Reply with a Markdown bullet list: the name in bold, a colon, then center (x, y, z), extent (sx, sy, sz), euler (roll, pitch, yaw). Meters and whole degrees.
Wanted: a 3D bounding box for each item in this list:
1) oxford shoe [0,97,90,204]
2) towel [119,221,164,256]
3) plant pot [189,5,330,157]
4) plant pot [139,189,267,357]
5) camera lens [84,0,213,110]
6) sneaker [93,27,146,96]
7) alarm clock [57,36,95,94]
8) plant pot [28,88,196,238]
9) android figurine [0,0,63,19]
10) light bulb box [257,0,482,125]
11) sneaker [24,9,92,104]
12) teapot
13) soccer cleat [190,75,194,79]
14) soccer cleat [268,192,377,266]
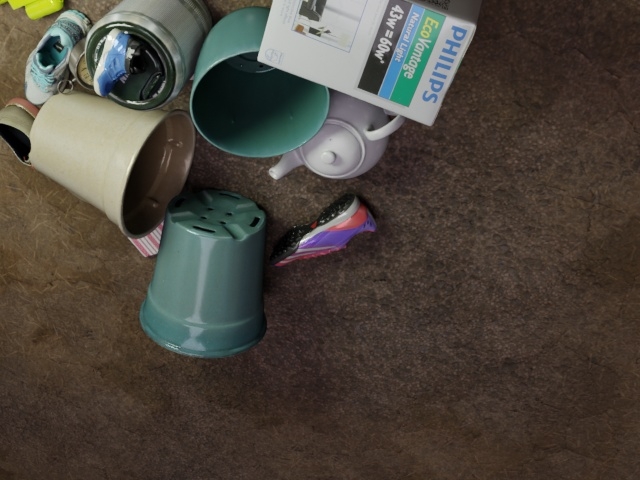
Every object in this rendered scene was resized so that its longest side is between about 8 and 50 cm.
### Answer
- **oxford shoe**: center (-0.712, -0.205, 2.165), extent (0.123, 0.130, 0.348), euler (-34, 111, 32)
- **towel**: center (-0.455, -0.036, 2.289), extent (0.197, 0.029, 0.144), euler (-19, 118, 29)
- **plant pot**: center (-0.137, -0.365, 1.805), extent (0.293, 0.235, 0.293), euler (-5, 140, -4)
- **plant pot**: center (-0.287, 0.069, 2.149), extent (0.341, 0.341, 0.334), euler (13, 120, 5)
- **camera lens**: center (-0.371, -0.429, 1.823), extent (0.220, 0.274, 0.219), euler (7, 127, 10)
- **sneaker**: center (-0.401, -0.344, 1.681), extent (0.085, 0.058, 0.152), euler (29, 121, 4)
- **alarm clock**: center (-0.543, -0.411, 1.961), extent (0.192, 0.064, 0.129), euler (-40, 148, -5)
- **plant pot**: center (-0.519, -0.212, 2.020), extent (0.306, 0.334, 0.333), euler (23, 128, 12)
- **android figurine**: center (-0.676, -0.634, 1.896), extent (0.273, 0.056, 0.248), euler (-11, 121, 24)
- **light bulb box**: center (0.115, -0.454, 1.627), extent (0.361, 0.358, 0.225), euler (21, 130, 1)
- **sneaker**: center (-0.659, -0.428, 1.996), extent (0.110, 0.122, 0.283), euler (34, 126, -10)
- **teapot**: center (0.042, -0.236, 1.911), extent (0.253, 0.187, 0.256), euler (20, 127, 0)
- **soccer cleat**: center (-0.298, -0.393, 1.980), extent (0.083, 0.035, 0.029), euler (21, 127, 0)
- **soccer cleat**: center (0.000, 0.000, 2.148), extent (0.318, 0.108, 0.116), euler (-33, 115, 29)
